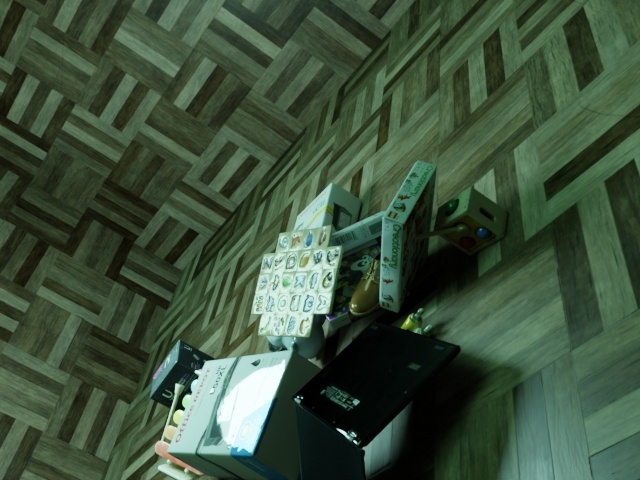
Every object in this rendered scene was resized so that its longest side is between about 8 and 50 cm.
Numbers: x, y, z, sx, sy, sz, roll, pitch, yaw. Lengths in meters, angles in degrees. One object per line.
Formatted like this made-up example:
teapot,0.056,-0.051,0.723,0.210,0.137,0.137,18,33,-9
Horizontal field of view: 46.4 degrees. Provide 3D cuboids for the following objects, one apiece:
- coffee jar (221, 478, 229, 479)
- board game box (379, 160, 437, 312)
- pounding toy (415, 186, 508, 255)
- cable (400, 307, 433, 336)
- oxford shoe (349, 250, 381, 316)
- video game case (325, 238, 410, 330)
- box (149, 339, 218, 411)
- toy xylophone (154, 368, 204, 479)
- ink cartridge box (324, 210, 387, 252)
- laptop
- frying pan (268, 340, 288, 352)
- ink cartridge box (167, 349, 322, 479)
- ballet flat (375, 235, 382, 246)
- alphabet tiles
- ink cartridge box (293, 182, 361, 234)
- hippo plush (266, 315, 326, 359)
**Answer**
coffee jar,-0.252,0.593,2.151,0.096,0.079,0.184,-43,22,42
board game box,0.195,-0.004,1.680,0.193,0.053,0.305,-57,-23,-35
pounding toy,0.305,-0.033,1.618,0.130,0.141,0.100,-37,28,48
cable,0.164,0.269,1.679,0.287,0.072,0.140,125,149,-52
oxford shoe,0.125,0.089,1.778,0.076,0.076,0.212,15,53,26
video game case,0.086,0.104,1.877,0.210,0.042,0.232,-24,37,-4
box,-0.386,0.470,2.398,0.165,0.270,0.143,-53,19,14
toy xylophone,-0.383,0.541,2.196,0.236,0.081,0.323,5,74,31
ink cartridge box,0.084,-0.020,2.003,0.189,0.066,0.232,-25,10,-9
laptop,0.107,0.401,1.506,0.408,0.236,0.382,-41,14,-14
frying pan,-0.080,0.278,2.272,0.197,0.053,0.326,-59,20,-1
ink cartridge box,-0.188,0.459,1.945,0.395,0.166,0.285,-16,43,46
ballet flat,0.179,0.002,2.018,0.073,0.080,0.232,-30,17,-12
alphabet tiles,-0.066,0.107,1.917,0.342,0.011,0.285,-7,67,52
ink cartridge box,0.000,0.000,2.397,0.226,0.131,0.306,-42,25,41
hippo plush,-0.023,0.210,2.080,0.294,0.234,0.237,16,92,29
